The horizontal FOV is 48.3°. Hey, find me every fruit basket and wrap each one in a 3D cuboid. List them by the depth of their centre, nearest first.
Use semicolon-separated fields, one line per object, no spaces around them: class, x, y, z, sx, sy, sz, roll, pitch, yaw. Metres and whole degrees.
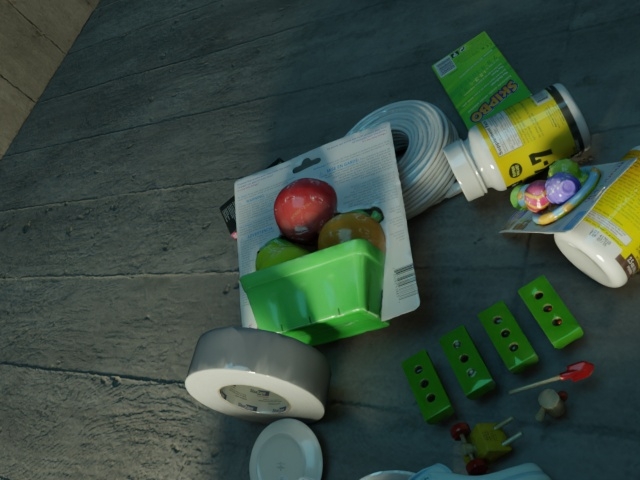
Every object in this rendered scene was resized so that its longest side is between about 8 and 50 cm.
fruit basket;0.000;0.000;1.216;0.327;0.165;0.353;-19;55;23

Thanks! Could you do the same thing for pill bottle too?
pill bottle;0.432;-0.047;0.971;0.215;0.117;0.117;-46;41;-1
pill bottle;0.311;-0.152;1.142;0.208;0.119;0.119;-27;44;13

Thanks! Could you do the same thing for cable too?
cable;0.133;-0.143;1.313;0.257;0.089;0.257;-35;42;11

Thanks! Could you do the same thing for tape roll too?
tape roll;-0.095;0.215;1.108;0.219;0.219;0.072;-12;50;32

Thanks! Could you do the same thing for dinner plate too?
dinner plate;-0.058;0.346;1.098;0.141;0.017;0.141;-12;68;32

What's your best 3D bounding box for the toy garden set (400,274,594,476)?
toy garden set;0.254;0.191;0.978;0.244;0.049;0.204;-34;40;11

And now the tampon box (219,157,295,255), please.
tampon box;-0.093;-0.055;1.401;0.161;0.120;0.101;-39;41;7

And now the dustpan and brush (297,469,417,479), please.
dustpan and brush;0.058;0.370;0.977;0.211;0.060;0.147;7;62;42

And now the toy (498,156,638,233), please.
toy;0.331;-0.073;1.025;0.137;0.056;0.237;-47;3;-5

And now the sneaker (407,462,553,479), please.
sneaker;0.117;0.353;0.857;0.366;0.135;0.150;-8;32;-1

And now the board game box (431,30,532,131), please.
board game box;0.303;-0.287;1.334;0.124;0.039;0.259;-32;40;16
